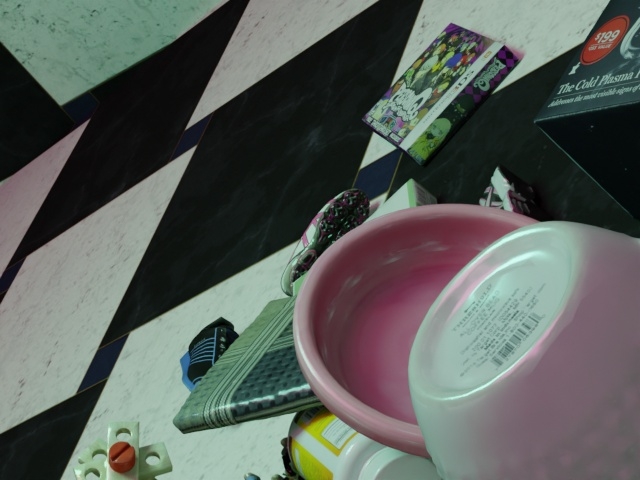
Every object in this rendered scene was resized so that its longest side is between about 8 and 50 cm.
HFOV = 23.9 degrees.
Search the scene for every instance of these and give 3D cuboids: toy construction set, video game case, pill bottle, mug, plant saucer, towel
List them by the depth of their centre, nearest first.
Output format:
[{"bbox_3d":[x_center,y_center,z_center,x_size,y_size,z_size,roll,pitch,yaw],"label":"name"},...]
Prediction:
[{"bbox_3d":[0.269,0.116,1.133,0.374,0.328,0.276,-44,22,11],"label":"mug"},{"bbox_3d":[0.139,0.101,1.543,0.332,0.084,0.332,-2,45,2],"label":"plant saucer"},{"bbox_3d":[0.050,0.240,1.630,0.117,0.117,0.215,-51,22,-5],"label":"pill bottle"},{"bbox_3d":[-0.181,0.355,1.685,0.151,0.327,0.215,5,50,16],"label":"toy construction set"},{"bbox_3d":[0.017,0.122,1.783,0.312,0.056,0.324,-17,17,27],"label":"towel"},{"bbox_3d":[0.174,-0.223,2.258,0.210,0.042,0.232,-47,22,2],"label":"video game case"}]

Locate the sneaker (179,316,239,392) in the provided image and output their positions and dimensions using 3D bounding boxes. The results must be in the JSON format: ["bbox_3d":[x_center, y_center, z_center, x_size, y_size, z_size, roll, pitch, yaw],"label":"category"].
[{"bbox_3d":[-0.145,0.175,2.156,0.090,0.081,0.232,-55,20,4],"label":"sneaker"}]

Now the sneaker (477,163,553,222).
[{"bbox_3d":[0.227,-0.021,1.814,0.077,0.072,0.178,-55,11,18],"label":"sneaker"}]

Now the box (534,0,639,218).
[{"bbox_3d":[0.440,-0.202,1.526,0.312,0.179,0.343,-56,21,-18],"label":"box"}]

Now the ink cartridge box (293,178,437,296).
[{"bbox_3d":[0.062,0.042,2.021,0.235,0.056,0.171,-44,22,21],"label":"ink cartridge box"}]

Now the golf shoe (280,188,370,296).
[{"bbox_3d":[0.000,0.000,2.187,0.186,0.067,0.086,-54,21,-12],"label":"golf shoe"}]

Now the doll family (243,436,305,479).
[{"bbox_3d":[-0.039,0.291,1.784,0.193,0.076,0.111,-48,26,17],"label":"doll family"}]
